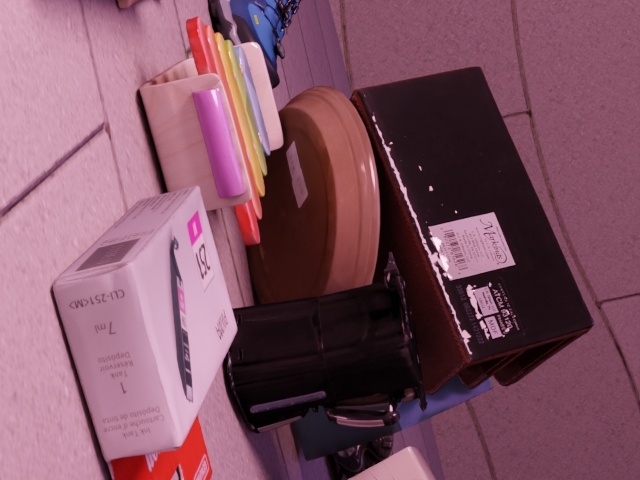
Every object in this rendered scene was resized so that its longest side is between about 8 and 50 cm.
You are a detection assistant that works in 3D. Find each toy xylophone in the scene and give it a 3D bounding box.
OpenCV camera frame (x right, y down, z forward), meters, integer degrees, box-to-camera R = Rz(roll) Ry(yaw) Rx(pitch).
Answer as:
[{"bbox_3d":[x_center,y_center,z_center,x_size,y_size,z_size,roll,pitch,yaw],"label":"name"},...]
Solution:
[{"bbox_3d":[-0.106,-0.137,1.367,0.322,0.081,0.236,-85,160,-69],"label":"toy xylophone"}]

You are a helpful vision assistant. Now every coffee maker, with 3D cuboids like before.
[{"bbox_3d":[0.001,0.096,1.399,0.120,0.178,0.171,-89,167,-68],"label":"coffee maker"}]

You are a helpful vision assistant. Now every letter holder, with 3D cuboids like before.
[{"bbox_3d":[0.120,0.007,1.544,0.301,0.152,0.214,69,-26,16],"label":"letter holder"}]

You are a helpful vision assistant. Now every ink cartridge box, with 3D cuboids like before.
[{"bbox_3d":[-0.104,0.103,1.061,0.275,0.060,0.238,-71,146,-77],"label":"ink cartridge box"}]

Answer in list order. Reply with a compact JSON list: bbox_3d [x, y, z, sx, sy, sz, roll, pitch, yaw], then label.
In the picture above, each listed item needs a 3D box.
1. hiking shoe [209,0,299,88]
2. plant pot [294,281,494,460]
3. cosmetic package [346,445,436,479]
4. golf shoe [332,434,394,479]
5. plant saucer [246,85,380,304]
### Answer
[{"bbox_3d":[-0.064,-0.312,1.788,0.113,0.132,0.304,67,13,-56],"label":"hiking shoe"},{"bbox_3d":[0.045,0.100,1.652,0.166,0.165,0.234,-19,84,-42],"label":"plant pot"},{"bbox_3d":[0.098,0.375,1.444,0.309,0.160,0.113,61,3,12],"label":"cosmetic package"},{"bbox_3d":[0.071,0.331,1.879,0.120,0.105,0.272,79,2,-69],"label":"golf shoe"},{"bbox_3d":[-0.018,-0.023,1.530,0.278,0.041,0.277,-179,-90,-65],"label":"plant saucer"}]
